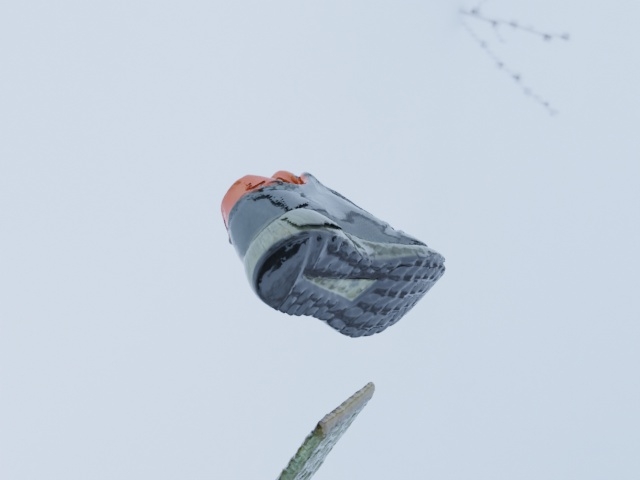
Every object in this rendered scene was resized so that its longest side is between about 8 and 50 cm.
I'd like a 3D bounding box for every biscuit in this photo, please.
[{"bbox_3d":[-0.035,0.230,1.156,0.231,0.016,0.139,-55,168,21],"label":"biscuit"}]

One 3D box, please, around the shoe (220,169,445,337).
[{"bbox_3d":[0.000,0.000,1.414,0.132,0.171,0.336,-50,149,16],"label":"shoe"}]
